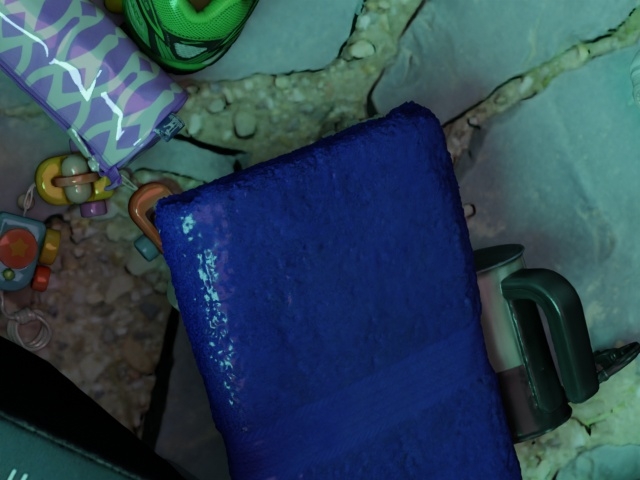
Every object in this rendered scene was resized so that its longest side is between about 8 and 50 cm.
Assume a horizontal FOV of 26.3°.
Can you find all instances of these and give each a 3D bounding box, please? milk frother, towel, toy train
[{"bbox_3d":[0.163,0.066,1.042,0.143,0.129,0.135,-31,107,-57],"label":"milk frother"},{"bbox_3d":[0.015,0.082,0.918,0.227,0.076,0.308,-23,108,-32],"label":"towel"},{"bbox_3d":[-0.163,-0.001,0.953,0.166,0.046,0.125,-37,103,-12],"label":"toy train"}]

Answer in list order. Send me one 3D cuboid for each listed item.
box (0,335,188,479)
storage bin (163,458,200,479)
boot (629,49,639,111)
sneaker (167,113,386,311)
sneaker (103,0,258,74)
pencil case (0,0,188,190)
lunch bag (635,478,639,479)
[{"bbox_3d":[-0.387,0.216,0.701,0.480,0.297,0.472,34,85,-37],"label":"box"},{"bbox_3d":[-0.085,0.238,0.973,0.135,0.098,0.091,37,93,-16],"label":"storage bin"},{"bbox_3d":[0.311,-0.027,1.070,0.258,0.095,0.123,43,74,-16],"label":"boot"},{"bbox_3d":[0.000,0.000,0.994,0.235,0.090,0.095,-39,121,-10],"label":"sneaker"},{"bbox_3d":[-0.053,-0.283,0.916,0.134,0.146,0.344,7,91,-19],"label":"sneaker"},{"bbox_3d":[-0.184,-0.127,0.910,0.206,0.086,0.088,43,71,-6],"label":"pencil case"},{"bbox_3d":[0.250,0.314,1.041,0.223,0.160,0.262,-20,97,-8],"label":"lunch bag"}]
